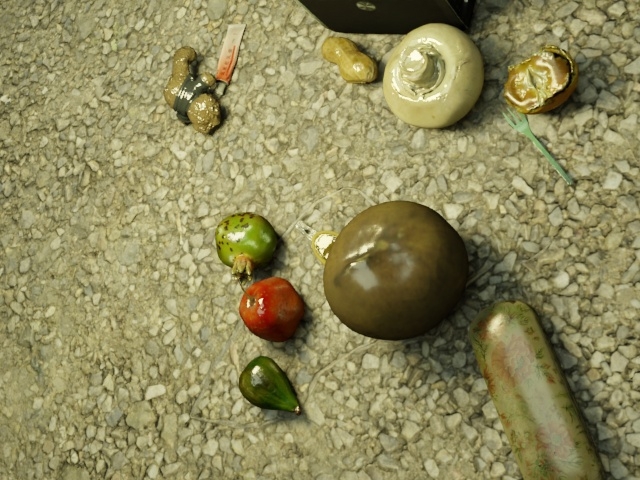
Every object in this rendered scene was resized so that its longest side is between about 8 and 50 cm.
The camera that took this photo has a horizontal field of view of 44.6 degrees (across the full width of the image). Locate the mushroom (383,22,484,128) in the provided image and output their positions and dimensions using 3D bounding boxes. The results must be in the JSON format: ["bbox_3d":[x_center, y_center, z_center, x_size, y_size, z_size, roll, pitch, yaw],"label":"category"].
[{"bbox_3d":[0.252,-0.383,1.813,0.246,0.202,0.246,-2,86,33],"label":"mushroom"}]

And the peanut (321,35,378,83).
[{"bbox_3d":[0.071,-0.460,1.990,0.089,0.089,0.193,-47,58,10],"label":"peanut"}]

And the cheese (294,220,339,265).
[{"bbox_3d":[0.000,0.000,1.944,0.162,0.036,0.086,37,95,28],"label":"cheese"}]

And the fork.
[{"bbox_3d":[0.490,-0.211,1.753,0.039,0.021,0.235,-40,65,18],"label":"fork"}]

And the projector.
[{"bbox_3d":[0.132,-0.660,1.822,0.405,0.395,0.242,9,83,30],"label":"projector"}]

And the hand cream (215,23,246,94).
[{"bbox_3d":[-0.258,-0.513,2.198,0.052,0.038,0.216,12,79,1],"label":"hand cream"}]

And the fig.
[{"bbox_3d":[-0.113,0.364,1.888,0.177,0.117,0.117,35,96,12],"label":"fig"}]

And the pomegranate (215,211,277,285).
[{"bbox_3d":[-0.191,0.019,1.957,0.159,0.159,0.205,-23,41,21],"label":"pomegranate"}]

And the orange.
[{"bbox_3d":[0.495,-0.350,1.731,0.170,0.112,0.160,41,110,52],"label":"orange"}]

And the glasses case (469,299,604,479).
[{"bbox_3d":[0.439,0.328,1.610,0.156,0.098,0.425,-28,67,24],"label":"glasses case"}]

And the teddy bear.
[{"bbox_3d":[-0.370,-0.407,2.171,0.251,0.129,0.182,54,143,23],"label":"teddy bear"}]

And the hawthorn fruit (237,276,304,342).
[{"bbox_3d":[-0.134,0.162,1.880,0.162,0.203,0.163,-6,77,29],"label":"hawthorn fruit"}]

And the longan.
[{"bbox_3d":[0.162,0.068,1.699,0.318,0.319,0.319,-6,76,26],"label":"longan"}]
